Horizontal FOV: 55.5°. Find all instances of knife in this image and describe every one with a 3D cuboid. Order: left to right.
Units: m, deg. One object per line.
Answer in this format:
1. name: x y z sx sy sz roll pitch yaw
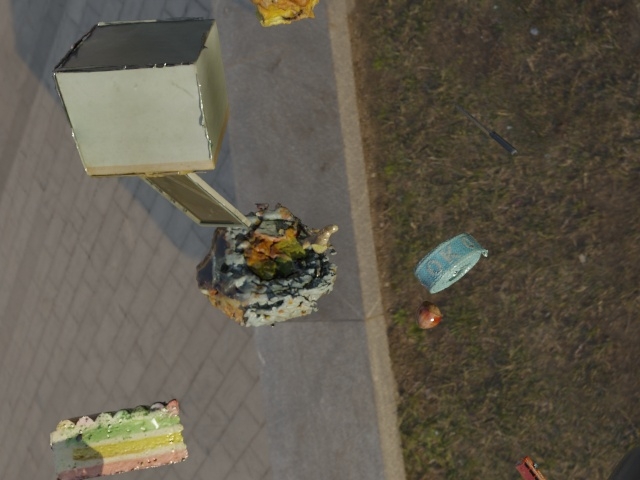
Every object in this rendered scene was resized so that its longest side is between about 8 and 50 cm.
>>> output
1. knife: 0.476 -0.319 1.754 0.019 0.072 0.245 -46 64 10

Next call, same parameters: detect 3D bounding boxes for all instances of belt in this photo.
1. belt: 0.287 0.048 1.374 0.147 0.163 0.082 -45 68 20

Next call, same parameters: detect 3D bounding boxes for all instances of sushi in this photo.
1. sushi: -0.146 0.079 1.777 0.417 0.417 0.176 40 148 29

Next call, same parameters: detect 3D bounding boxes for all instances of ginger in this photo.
1. ginger: -0.001 0.001 1.348 0.097 0.030 0.048 -31 75 21

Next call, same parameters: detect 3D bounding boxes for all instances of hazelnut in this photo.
1. hazelnut: 0.321 0.227 1.825 0.086 0.086 0.086 5 98 39

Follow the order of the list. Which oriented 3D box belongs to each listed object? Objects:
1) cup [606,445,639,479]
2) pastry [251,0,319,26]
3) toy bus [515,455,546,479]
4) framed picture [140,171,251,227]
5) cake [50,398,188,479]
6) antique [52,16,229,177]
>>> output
1. cup: 0.257 0.218 0.458 0.100 0.077 0.078 55 139 17
2. pastry: -0.127 -0.677 1.287 0.405 0.292 0.337 38 102 -1
3. toy bus: 0.501 0.558 1.418 0.110 0.043 0.031 53 128 12
4. framed picture: -0.255 -0.100 1.065 0.184 0.250 0.016 2 57 52
5. cake: -0.354 0.357 1.092 0.090 0.225 0.109 118 143 -74
6. antique: -0.183 -0.154 0.674 0.146 0.152 0.148 -1 128 2
